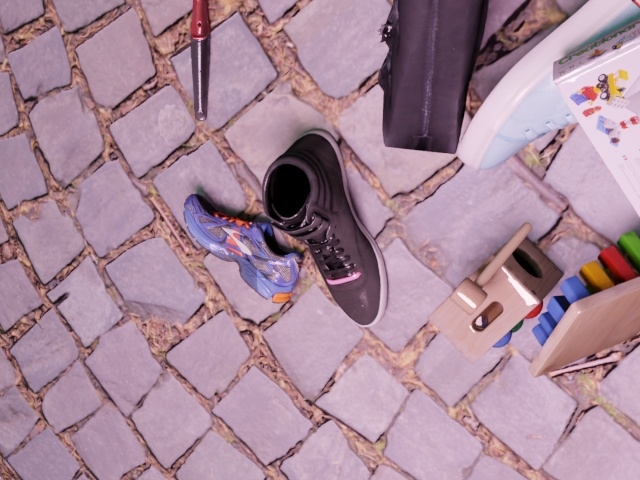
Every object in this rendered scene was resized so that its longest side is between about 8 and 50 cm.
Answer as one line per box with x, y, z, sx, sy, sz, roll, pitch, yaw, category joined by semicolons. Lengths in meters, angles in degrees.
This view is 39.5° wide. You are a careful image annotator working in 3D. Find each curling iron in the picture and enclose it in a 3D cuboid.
-0.167;-0.309;1.312;0.068;0.035;0.274;20;112;23;curling iron

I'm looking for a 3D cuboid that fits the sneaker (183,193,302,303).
-0.114;-0.004;1.356;0.221;0.083;0.087;39;105;8;sneaker

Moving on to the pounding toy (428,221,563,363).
0.228;0.067;1.102;0.094;0.206;0.181;46;120;10;pounding toy

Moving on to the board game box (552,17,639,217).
0.411;-0.110;0.964;0.193;0.053;0.305;-24;120;31;board game box

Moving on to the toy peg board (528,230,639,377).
0.323;0.071;1.066;0.079;0.160;0.161;61;158;29;toy peg board

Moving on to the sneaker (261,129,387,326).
0.000;0.000;1.244;0.104;0.147;0.296;-15;98;29;sneaker

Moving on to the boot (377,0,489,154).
0.158;-0.359;0.968;0.146;0.367;0.445;16;150;14;boot

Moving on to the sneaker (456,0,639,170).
0.318;-0.177;1.025;0.366;0.135;0.150;-44;77;31;sneaker

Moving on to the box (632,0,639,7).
0.366;-0.370;0.923;0.233;0.044;0.159;-42;78;-4;box
